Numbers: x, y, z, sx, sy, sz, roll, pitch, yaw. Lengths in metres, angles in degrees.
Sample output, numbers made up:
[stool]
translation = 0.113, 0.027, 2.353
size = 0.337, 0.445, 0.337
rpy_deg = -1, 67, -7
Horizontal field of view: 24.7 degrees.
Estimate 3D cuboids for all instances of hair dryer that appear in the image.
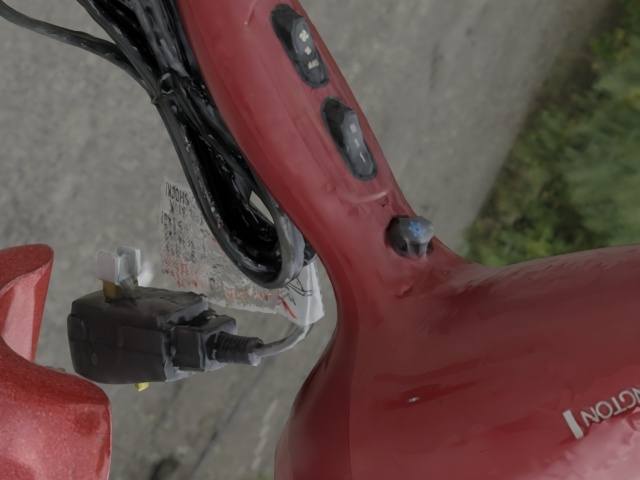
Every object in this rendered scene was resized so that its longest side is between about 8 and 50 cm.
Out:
[hair dryer]
translation = 0.000, 0.000, 0.393
size = 0.080, 0.293, 0.224
rpy_deg = -41, 134, -37

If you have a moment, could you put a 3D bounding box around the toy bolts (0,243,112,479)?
[toy bolts]
translation = -0.158, 0.123, 0.441
size = 0.158, 0.218, 0.228
rpy_deg = -1, 120, -25
